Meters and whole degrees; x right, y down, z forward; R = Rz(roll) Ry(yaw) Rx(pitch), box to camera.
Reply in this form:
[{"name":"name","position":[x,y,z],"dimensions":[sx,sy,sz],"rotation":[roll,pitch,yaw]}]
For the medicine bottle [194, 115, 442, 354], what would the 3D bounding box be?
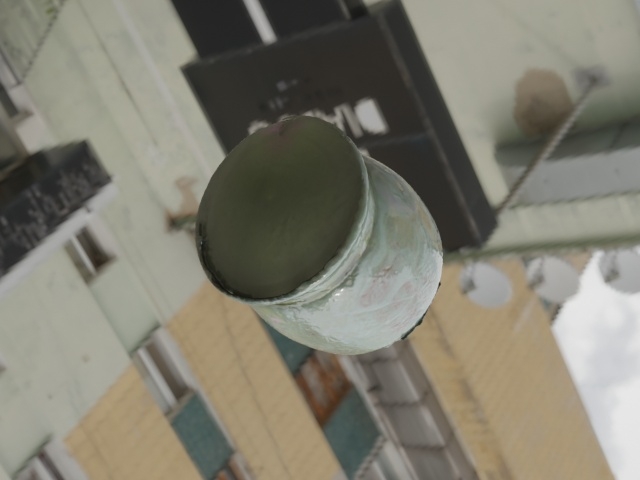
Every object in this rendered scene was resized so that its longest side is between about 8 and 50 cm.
[{"name":"medicine bottle","position":[0.000,0.000,0.932],"dimensions":[0.147,0.143,0.147],"rotation":[-14,-119,28]}]
